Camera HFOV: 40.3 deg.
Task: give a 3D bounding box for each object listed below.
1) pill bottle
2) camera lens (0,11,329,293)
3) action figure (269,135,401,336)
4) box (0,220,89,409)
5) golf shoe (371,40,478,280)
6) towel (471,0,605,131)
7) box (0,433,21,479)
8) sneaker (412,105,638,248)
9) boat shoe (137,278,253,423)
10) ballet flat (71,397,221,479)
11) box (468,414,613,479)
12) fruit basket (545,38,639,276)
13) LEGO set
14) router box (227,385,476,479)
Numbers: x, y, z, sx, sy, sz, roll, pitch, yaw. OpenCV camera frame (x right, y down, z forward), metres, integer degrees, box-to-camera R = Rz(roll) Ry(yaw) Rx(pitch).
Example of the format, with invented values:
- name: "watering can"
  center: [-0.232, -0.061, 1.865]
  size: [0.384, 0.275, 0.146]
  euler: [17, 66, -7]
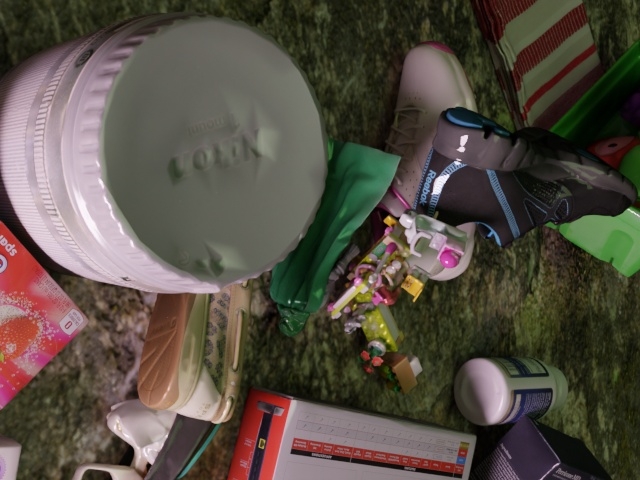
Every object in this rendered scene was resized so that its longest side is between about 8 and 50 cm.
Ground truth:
- name: "pill bottle"
  center: [0.279, 0.215, 1.253]
  size: [0.169, 0.094, 0.094]
  euler: [6, 89, -41]
- name: "camera lens"
  center: [-0.153, -0.070, 0.738]
  size: [0.219, 0.274, 0.219]
  euler: [-2, 93, -37]
- name: "action figure"
  center: [0.000, 0.000, 0.999]
  size: [0.063, 0.137, 0.232]
  euler: [26, 84, -52]
- name: "box"
  center: [-0.328, 0.015, 0.696]
  size: [0.128, 0.122, 0.257]
  euler: [-48, 121, -27]
- name: "golf shoe"
  center: [0.122, -0.096, 1.089]
  size: [0.140, 0.115, 0.306]
  euler: [-7, 96, -37]
- name: "towel"
  center: [0.337, -0.312, 1.309]
  size: [0.237, 0.037, 0.329]
  euler: [-41, 118, -32]
- name: "box"
  center: [-0.327, 0.331, 0.757]
  size: [0.067, 0.063, 0.324]
  euler: [13, 84, -42]
- name: "sneaker"
  center: [0.251, -0.064, 1.073]
  size: [0.341, 0.125, 0.140]
  euler: [9, 113, -34]
- name: "boat shoe"
  center: [-0.107, 0.039, 0.882]
  size: [0.089, 0.104, 0.285]
  euler: [25, 66, -31]
- name: "ballet flat"
  center: [-0.182, 0.225, 0.860]
  size: [0.096, 0.095, 0.280]
  euler: [39, 67, -26]
- name: "box"
  center: [0.302, 0.348, 1.237]
  size: [0.156, 0.093, 0.158]
  euler: [28, 109, -38]
- name: "fruit basket"
  center: [0.515, -0.166, 1.245]
  size: [0.392, 0.283, 0.392]
  euler: [-46, 159, -24]
- name: "LEGO set"
  center: [0.069, 0.090, 1.023]
  size: [0.107, 0.132, 0.287]
  euler: [-55, 163, -46]
- name: "router box"
  center: [0.028, 0.354, 1.053]
  size: [0.335, 0.082, 0.301]
  euler: [21, 79, -40]
